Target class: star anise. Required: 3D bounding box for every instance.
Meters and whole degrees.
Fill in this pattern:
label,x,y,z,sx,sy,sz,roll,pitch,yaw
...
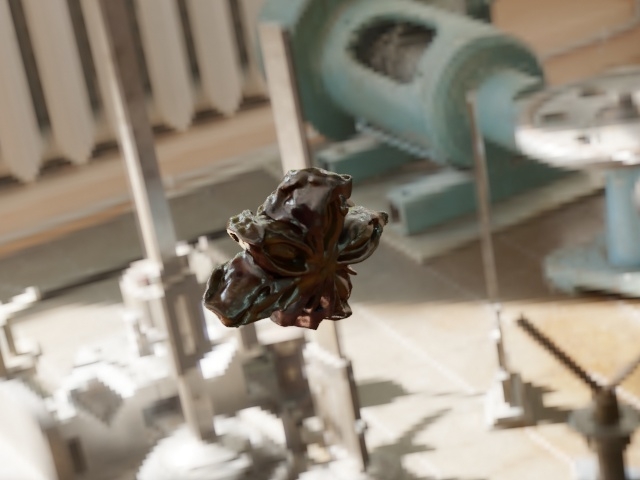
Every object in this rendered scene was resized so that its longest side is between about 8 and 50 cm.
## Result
label,x,y,z,sx,sy,sz,roll,pitch,yaw
star anise,0.000,0.000,0.944,0.070,0.097,0.191,27,11,27
